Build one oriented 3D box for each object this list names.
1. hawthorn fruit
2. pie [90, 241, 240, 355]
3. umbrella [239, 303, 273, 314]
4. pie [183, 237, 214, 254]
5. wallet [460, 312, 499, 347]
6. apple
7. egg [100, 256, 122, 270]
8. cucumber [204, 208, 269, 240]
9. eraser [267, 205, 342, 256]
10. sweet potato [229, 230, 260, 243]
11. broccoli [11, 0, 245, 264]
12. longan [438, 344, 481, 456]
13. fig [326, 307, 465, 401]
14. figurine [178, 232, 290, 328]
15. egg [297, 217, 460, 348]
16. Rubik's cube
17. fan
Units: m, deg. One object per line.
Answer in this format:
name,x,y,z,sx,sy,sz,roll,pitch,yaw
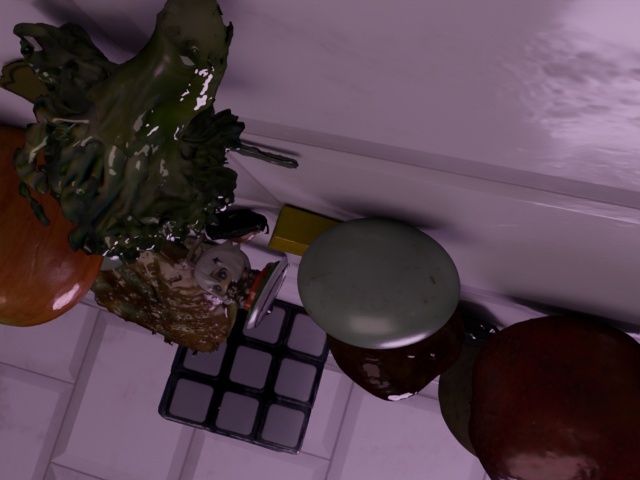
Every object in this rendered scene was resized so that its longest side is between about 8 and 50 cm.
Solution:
hawthorn fruit,0.350,0.227,1.447,0.307,0.265,0.265,-3,159,42
pie,-0.289,0.077,1.931,0.288,0.103,0.354,11,146,19
umbrella,-0.184,0.098,2.095,0.052,0.053,0.250,11,166,45
pie,-0.186,0.015,1.772,0.084,0.021,0.084,20,168,4
wallet,0.130,0.113,1.738,0.321,0.044,0.170,15,172,28
apple,-0.413,-0.022,1.367,0.286,0.233,0.286,20,170,4
egg,-0.327,-0.014,1.585,0.114,0.114,0.152,15,167,10
cucumber,-0.108,-0.024,1.417,0.039,0.043,0.163,30,161,-25
eraser,0.000,0.000,1.355,0.122,0.045,0.097,17,168,-5
sweet potato,-0.114,-0.012,1.497,0.034,0.034,0.095,22,165,-28
broccoli,-0.147,-0.122,0.841,0.198,0.177,0.274,47,148,22
longan,0.331,0.280,1.871,0.246,0.215,0.246,5,129,6
fig,0.075,0.134,1.600,0.191,0.190,0.290,23,168,-31
figurine,-0.139,0.049,1.673,0.154,0.132,0.132,28,170,4
egg,0.065,0.049,1.226,0.192,0.149,0.149,10,167,26
Rubik's cube,-0.166,0.279,2.322,0.304,0.301,0.305,17,170,-6
fan,-0.181,-0.121,1.107,0.335,0.011,0.229,17,169,9
